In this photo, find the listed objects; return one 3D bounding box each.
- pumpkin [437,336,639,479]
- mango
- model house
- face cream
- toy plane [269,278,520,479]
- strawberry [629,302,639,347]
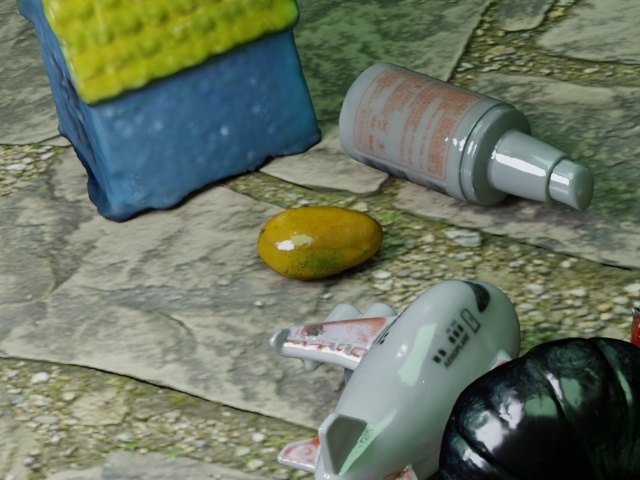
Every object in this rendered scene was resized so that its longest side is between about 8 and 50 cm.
[{"bbox_3d":[0.180,0.162,1.147,0.202,0.202,0.140,-18,22,-5],"label":"pumpkin"},{"bbox_3d":[0.000,0.000,1.501,0.114,0.057,0.079,-6,32,4],"label":"mango"},{"bbox_3d":[-0.158,-0.203,1.611,0.237,0.303,0.215,-24,47,-14],"label":"model house"},{"bbox_3d":[0.140,-0.085,1.528,0.252,0.101,0.101,23,51,36],"label":"face cream"},{"bbox_3d":[0.073,0.115,1.296,0.252,0.118,0.252,-5,37,4],"label":"toy plane"},{"bbox_3d":[0.280,0.111,1.269,0.140,0.085,0.192,16,49,28],"label":"strawberry"}]
